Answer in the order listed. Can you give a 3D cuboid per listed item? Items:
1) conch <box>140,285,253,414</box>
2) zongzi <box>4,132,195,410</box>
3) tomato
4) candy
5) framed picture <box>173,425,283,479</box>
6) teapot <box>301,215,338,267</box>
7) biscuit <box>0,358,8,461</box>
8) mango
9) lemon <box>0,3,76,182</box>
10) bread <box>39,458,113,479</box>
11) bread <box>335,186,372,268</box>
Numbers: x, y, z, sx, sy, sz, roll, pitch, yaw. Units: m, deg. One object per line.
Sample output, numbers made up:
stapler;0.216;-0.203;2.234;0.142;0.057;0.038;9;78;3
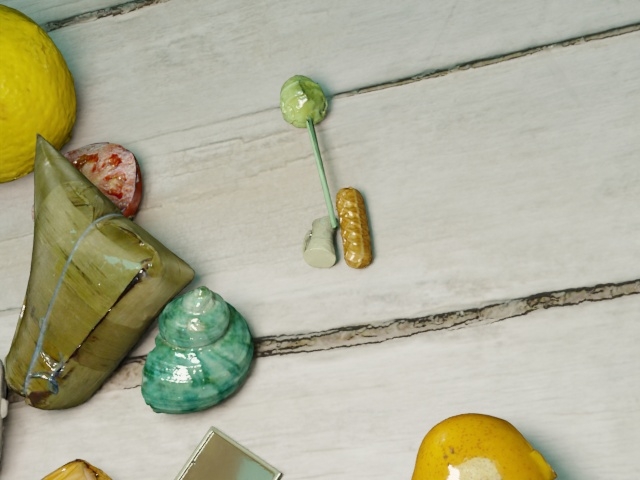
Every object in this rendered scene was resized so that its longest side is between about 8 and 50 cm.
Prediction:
conch;-0.194;0.168;1.507;0.134;0.196;0.202;-3;105;37
zongzi;-0.458;0.065;1.605;0.393;0.174;0.356;41;97;19
tomato;-0.427;-0.079;1.769;0.225;0.085;0.225;-10;57;15
candy;-0.008;-0.157;1.663;0.093;0.092;0.336;-49;44;41
framed picture;-0.172;0.410;1.460;0.150;0.015;0.203;26;73;28
teapot;0.000;0.000;1.606;0.067;0.057;0.083;-8;52;27
biscuit;-0.550;0.293;1.573;0.049;0.181;0.208;6;53;-18
mango;0.234;0.374;1.270;0.191;0.160;0.290;-35;67;-10
lemon;-0.648;-0.291;1.793;0.349;0.387;0.350;-17;39;14
bread;-0.390;0.444;1.447;0.199;0.104;0.199;-21;40;19
bread;0.057;-0.023;1.598;0.044;0.052;0.157;-34;50;38
